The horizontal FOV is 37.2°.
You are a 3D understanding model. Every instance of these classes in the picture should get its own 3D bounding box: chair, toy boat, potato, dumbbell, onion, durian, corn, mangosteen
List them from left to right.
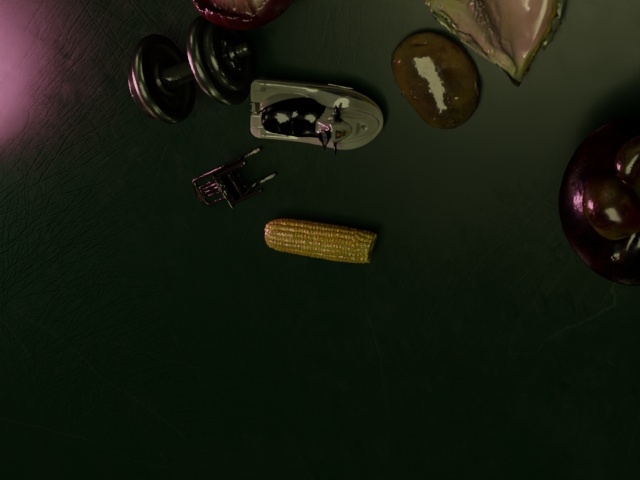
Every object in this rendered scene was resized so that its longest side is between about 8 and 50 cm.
[{"bbox_3d":[-0.260,-0.345,1.919,0.290,0.192,0.192,-14,110,27],"label":"dumbbell"},{"bbox_3d":[-0.211,-0.118,2.072,0.212,0.101,0.084,-23,106,28],"label":"chair"},{"bbox_3d":[-0.142,-0.520,1.803,0.248,0.161,0.248,1,106,5],"label":"onion"},{"bbox_3d":[-0.017,-0.247,1.914,0.269,0.141,0.141,15,120,17],"label":"toy boat"},{"bbox_3d":[0.000,0.000,2.066,0.248,0.081,0.081,9,119,16],"label":"corn"},{"bbox_3d":[0.215,-0.302,1.831,0.164,0.081,0.200,-30,101,31],"label":"potato"},{"bbox_3d":[0.327,-0.432,1.678,0.305,0.185,0.195,36,119,-27],"label":"durian"},{"bbox_3d":[0.572,-0.075,1.655,0.307,0.347,0.307,-1,81,8],"label":"mangosteen"}]
